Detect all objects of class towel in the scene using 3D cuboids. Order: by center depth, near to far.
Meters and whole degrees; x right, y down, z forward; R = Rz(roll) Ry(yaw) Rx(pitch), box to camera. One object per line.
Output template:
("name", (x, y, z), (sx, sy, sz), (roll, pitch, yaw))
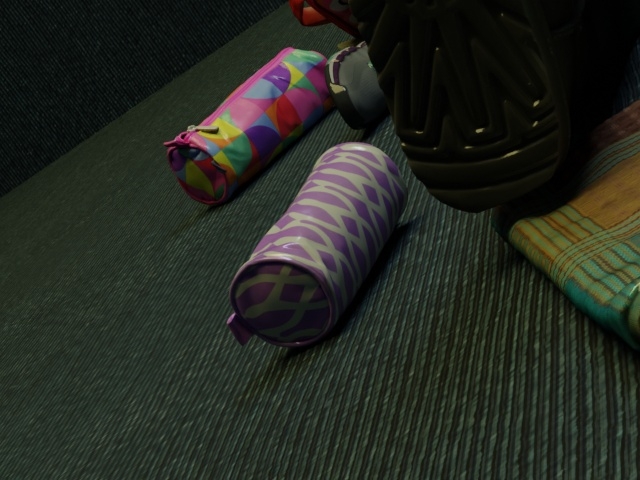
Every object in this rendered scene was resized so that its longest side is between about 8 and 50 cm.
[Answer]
("towel", (0.237, -0.058, 0.958), (0.271, 0.040, 0.370), (-35, 12, 1))

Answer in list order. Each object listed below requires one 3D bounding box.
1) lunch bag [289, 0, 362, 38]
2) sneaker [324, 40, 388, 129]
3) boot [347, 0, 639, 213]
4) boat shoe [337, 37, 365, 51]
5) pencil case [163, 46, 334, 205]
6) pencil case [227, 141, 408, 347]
("lunch bag", (0.067, -0.362, 2.132), (0.258, 0.120, 0.293), (-37, -18, 13))
("sneaker", (0.073, -0.192, 1.827), (0.098, 0.083, 0.223), (-26, 14, 22))
("boot", (0.131, -0.258, 1.211), (0.146, 0.367, 0.445), (-4, 19, 22))
("boat shoe", (0.051, -0.232, 2.135), (0.049, 0.042, 0.133), (-16, 11, -6))
("pencil case", (-0.079, -0.139, 2.002), (0.236, 0.104, 0.104), (-43, 14, -34))
("pencil case", (0.000, 0.000, 1.274), (0.088, 0.086, 0.206), (-20, 18, 28))
